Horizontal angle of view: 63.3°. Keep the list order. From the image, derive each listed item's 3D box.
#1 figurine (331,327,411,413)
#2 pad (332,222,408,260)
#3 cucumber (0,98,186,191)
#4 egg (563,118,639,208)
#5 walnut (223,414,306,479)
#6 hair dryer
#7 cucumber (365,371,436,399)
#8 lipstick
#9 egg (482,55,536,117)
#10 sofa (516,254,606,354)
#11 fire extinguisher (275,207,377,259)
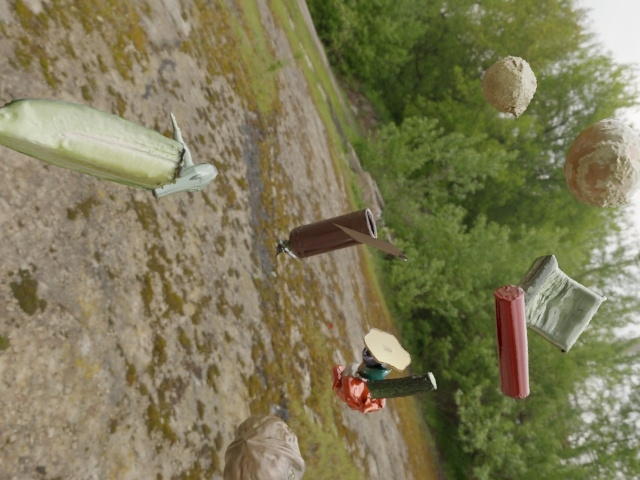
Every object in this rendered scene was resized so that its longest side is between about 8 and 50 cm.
[{"bbox_3d":[0.136,0.418,1.584,0.181,0.257,0.208,-8,48,-50],"label":"figurine"},{"bbox_3d":[0.095,0.005,0.946,0.006,0.113,0.188,-67,160,-3],"label":"pad"},{"bbox_3d":[-0.423,-0.181,0.946,0.326,0.145,0.105,12,78,-33],"label":"cucumber"},{"bbox_3d":[0.764,-0.206,1.397,0.203,0.204,0.244,16,79,-75],"label":"egg"},{"bbox_3d":[-0.167,0.658,1.540,0.273,0.227,0.272,-27,125,-47],"label":"walnut"},{"bbox_3d":[-0.500,-0.257,1.734,0.229,0.092,0.267,-46,112,-25],"label":"hair dryer"},{"bbox_3d":[0.215,0.389,1.381,0.058,0.187,0.058,44,39,-50],"label":"cucumber"},{"bbox_3d":[0.446,0.240,1.209,0.073,0.073,0.279,-76,156,-65],"label":"lipstick"},{"bbox_3d":[0.432,-0.355,1.190,0.118,0.116,0.140,45,39,-50],"label":"egg"},{"bbox_3d":[0.658,0.178,1.456,0.226,0.210,0.176,37,-1,11],"label":"sofa"},{"bbox_3d":[0.000,0.000,1.594,0.138,0.345,0.101,47,32,-56],"label":"fire extinguisher"}]
